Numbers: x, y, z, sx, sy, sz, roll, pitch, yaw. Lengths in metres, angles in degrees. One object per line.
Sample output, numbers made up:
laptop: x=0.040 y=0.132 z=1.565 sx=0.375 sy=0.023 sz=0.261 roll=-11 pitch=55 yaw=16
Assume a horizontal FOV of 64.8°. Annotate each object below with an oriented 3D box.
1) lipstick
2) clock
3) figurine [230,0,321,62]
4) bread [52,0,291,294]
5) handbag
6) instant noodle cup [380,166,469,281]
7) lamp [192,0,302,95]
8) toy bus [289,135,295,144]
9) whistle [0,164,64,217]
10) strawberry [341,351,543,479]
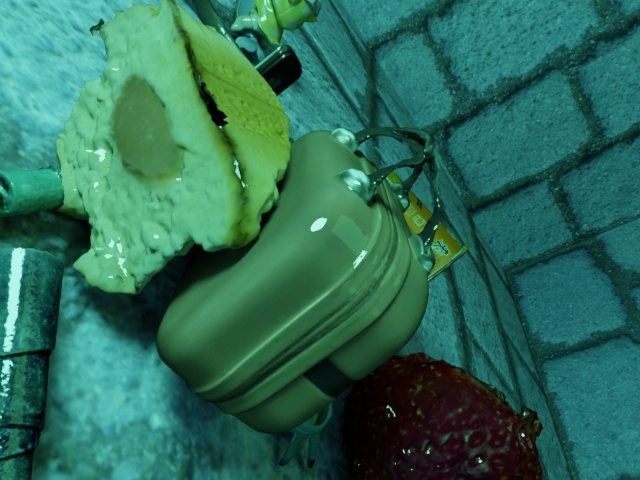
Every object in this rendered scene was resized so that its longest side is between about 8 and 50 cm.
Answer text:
lipstick: x=-0.192 y=0.117 z=0.300 sx=0.053 sy=0.053 sz=0.234 roll=32 pitch=41 yaw=-51
clock: x=-0.029 y=0.180 z=0.578 sx=0.108 sy=0.045 sz=0.147 roll=32 pitch=39 yaw=-49
figurine: x=-0.091 y=-0.433 z=0.957 sx=0.128 sy=0.184 sz=0.208 roll=19 pitch=91 yaw=-57
bread: x=-0.149 y=-0.095 z=0.446 sx=0.211 sy=0.184 sz=0.224 roll=53 pitch=22 yaw=-18
handbag: x=0.000 y=0.000 z=0.488 sx=0.149 sy=0.283 sz=0.302 roll=44 pitch=17 yaw=-18
instant noodle cup: x=0.095 y=0.004 z=0.829 sx=0.182 sy=0.230 sz=0.230 roll=55 pitch=23 yaw=5
lamp: x=-0.118 y=-0.381 z=0.813 sx=0.283 sy=0.203 sz=0.124 roll=54 pitch=5 yaw=-10
toy bus: x=-0.096 y=-0.115 z=0.665 sx=0.246 sy=0.114 sz=0.134 roll=48 pitch=21 yaw=-27
whistle: x=-0.256 y=-0.027 z=0.331 sx=0.039 sy=0.039 sz=0.186 roll=63 pitch=23 yaw=1
strawberry: x=0.137 y=0.267 z=0.645 sx=0.274 sy=0.220 sz=0.274 roll=39 pitch=-18 yaw=15
